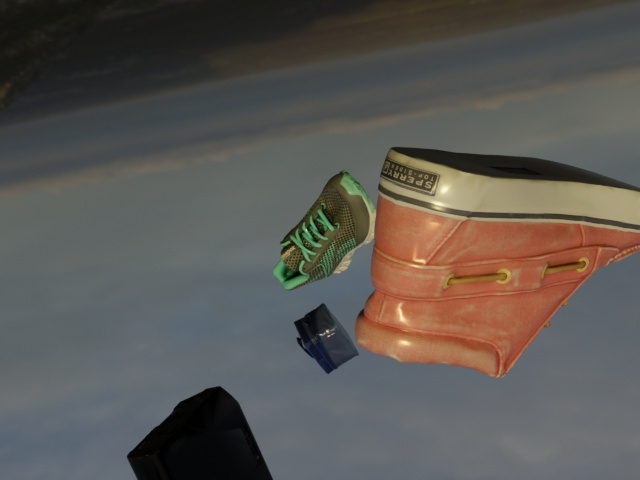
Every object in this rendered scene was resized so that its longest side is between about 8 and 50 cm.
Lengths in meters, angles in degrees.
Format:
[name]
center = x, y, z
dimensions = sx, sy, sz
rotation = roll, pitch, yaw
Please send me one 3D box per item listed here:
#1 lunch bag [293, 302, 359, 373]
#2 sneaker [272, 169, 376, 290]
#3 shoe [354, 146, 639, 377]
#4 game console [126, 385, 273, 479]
[lunch bag]
center = 0.003, 0.146, 1.412
dimensions = 0.065, 0.098, 0.067
rotation = -35, -144, 3
[sneaker]
center = 0.000, 0.000, 0.878
dimensions = 0.076, 0.065, 0.166
rotation = -30, 161, -26
[shoe]
center = 0.087, 0.009, 0.413
dimensions = 0.178, 0.081, 0.063
rotation = 1, -162, -42
[game console]
center = -0.132, 0.295, 0.792
dimensions = 0.044, 0.213, 0.361
rotation = -14, -164, 30
